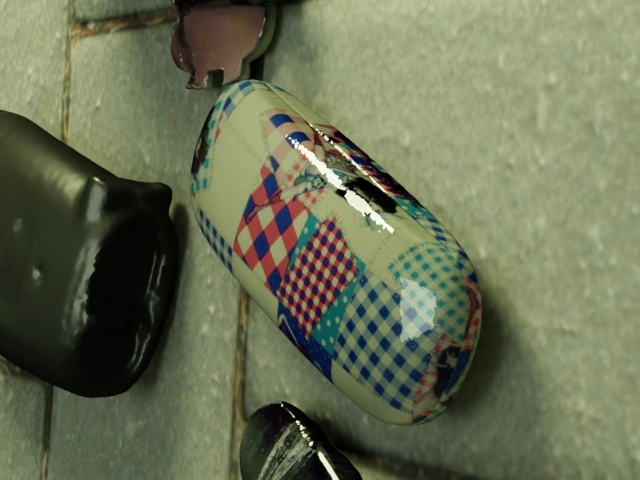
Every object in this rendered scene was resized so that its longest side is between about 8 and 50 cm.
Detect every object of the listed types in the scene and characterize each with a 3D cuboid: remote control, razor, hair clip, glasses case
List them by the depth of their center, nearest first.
[{"bbox_3d":[0.020,0.207,0.986,0.090,0.066,0.266,-55,40,18],"label":"remote control"},{"bbox_3d":[0.000,0.000,1.006,0.327,0.076,0.125,46,125,47],"label":"glasses case"},{"bbox_3d":[-0.074,-0.193,1.157,0.187,0.056,0.146,-3,86,63],"label":"hair clip"},{"bbox_3d":[-0.255,0.003,1.330,0.349,0.113,0.204,25,105,52],"label":"razor"}]
